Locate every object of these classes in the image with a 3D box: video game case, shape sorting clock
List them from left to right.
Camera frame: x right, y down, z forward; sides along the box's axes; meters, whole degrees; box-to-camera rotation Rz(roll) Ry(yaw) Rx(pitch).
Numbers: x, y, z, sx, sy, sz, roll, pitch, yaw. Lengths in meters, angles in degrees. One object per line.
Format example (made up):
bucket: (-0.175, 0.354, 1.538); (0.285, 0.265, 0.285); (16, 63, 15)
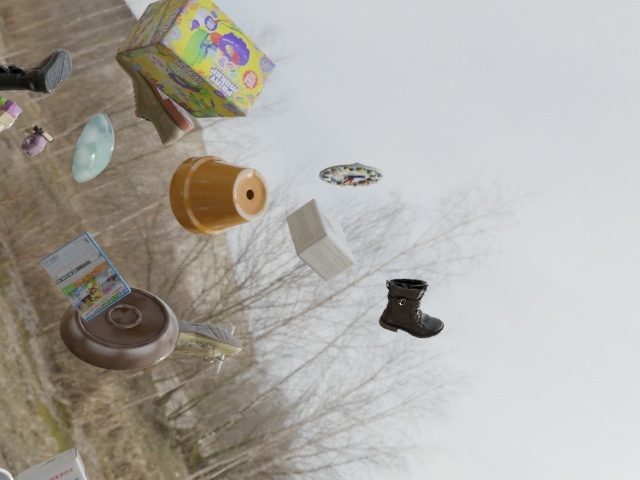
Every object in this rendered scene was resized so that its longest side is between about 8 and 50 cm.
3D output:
video game case: (-0.525, 0.081, 1.252); (0.166, 0.119, 0.015); (58, -11, -13)
video game case: (-0.329, 0.373, 1.907); (0.019, 0.143, 0.157); (21, -25, -4)
shape sorting clock: (0.098, -0.202, 1.773); (0.206, 0.206, 0.041); (149, -60, -73)

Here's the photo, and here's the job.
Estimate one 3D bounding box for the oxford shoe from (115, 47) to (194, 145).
oxford shoe: (-0.553, -0.454, 1.760); (0.348, 0.130, 0.123); (51, 7, 8)

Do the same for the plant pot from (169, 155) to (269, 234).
plant pot: (-0.239, -0.113, 1.403); (0.187, 0.205, 0.205); (3, -58, 38)

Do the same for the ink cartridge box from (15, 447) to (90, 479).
ink cartridge box: (-0.665, 0.671, 1.435); (0.093, 0.154, 0.213); (-3, -73, 65)

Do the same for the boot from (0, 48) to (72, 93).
boot: (-0.923, -0.538, 1.758); (0.247, 0.206, 0.094); (-89, -176, -50)

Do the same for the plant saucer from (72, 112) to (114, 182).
plant saucer: (-0.593, -0.240, 1.489); (0.037, 0.195, 0.195); (21, -21, -2)

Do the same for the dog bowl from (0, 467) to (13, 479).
dog bowl: (-0.975, 0.763, 1.542); (0.265, 0.104, 0.265); (4, 90, -81)

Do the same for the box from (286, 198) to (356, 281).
box: (0.000, 0.000, 1.769); (0.182, 0.119, 0.181); (44, 18, -42)

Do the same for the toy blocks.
toy blocks: (-1.161, -0.378, 1.898); (0.288, 0.260, 0.309); (23, -19, 33)

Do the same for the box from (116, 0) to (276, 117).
box: (-0.331, -0.483, 1.496); (0.279, 0.177, 0.290); (14, -18, 48)

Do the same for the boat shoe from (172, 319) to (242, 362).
boat shoe: (-0.373, 0.305, 1.680); (0.089, 0.285, 0.104); (-64, -150, 10)

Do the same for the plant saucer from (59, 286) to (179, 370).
plant saucer: (-0.534, 0.219, 1.510); (0.311, 0.310, 0.050); (51, -48, 38)

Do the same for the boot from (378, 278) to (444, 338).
boot: (0.334, 0.230, 1.947); (0.091, 0.262, 0.229); (-92, -168, -49)
